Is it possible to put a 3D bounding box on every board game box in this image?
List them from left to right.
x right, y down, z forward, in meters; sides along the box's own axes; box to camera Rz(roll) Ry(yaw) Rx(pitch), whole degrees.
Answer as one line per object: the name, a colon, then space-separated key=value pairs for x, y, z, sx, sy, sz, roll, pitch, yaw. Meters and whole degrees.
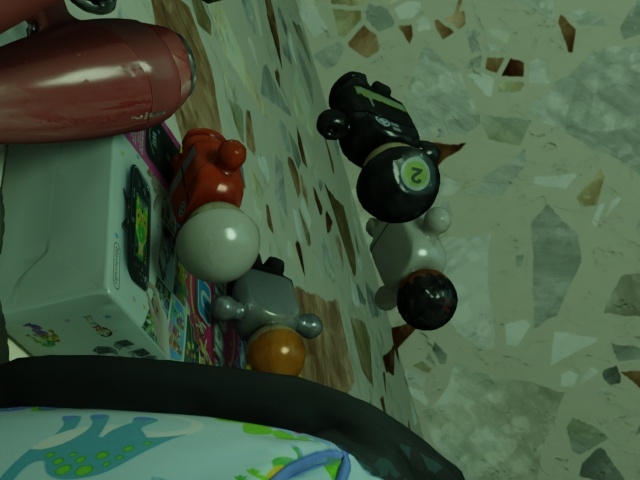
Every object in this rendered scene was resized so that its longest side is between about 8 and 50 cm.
board game box: x=-0.141 y=0.034 z=0.832 sx=0.303 sy=0.097 sz=0.224 roll=62 pitch=19 yaw=-52

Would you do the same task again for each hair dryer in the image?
hair dryer: x=-0.192 y=-0.151 z=0.721 sx=0.293 sy=0.223 sz=0.080 roll=-70 pitch=176 yaw=-48

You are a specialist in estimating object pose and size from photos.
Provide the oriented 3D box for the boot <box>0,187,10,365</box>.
boot: x=-0.226 y=0.007 z=0.512 sx=0.137 sy=0.076 sz=0.198 roll=-6 pitch=81 yaw=-74

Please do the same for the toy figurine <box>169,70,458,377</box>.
toy figurine: x=0.000 y=0.000 z=0.783 sx=0.148 sy=0.213 sz=0.209 roll=-109 pitch=-179 yaw=-50

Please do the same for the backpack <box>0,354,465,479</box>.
backpack: x=-0.114 y=0.197 z=0.352 sx=0.273 sy=0.290 sz=0.356 roll=69 pitch=30 yaw=-42

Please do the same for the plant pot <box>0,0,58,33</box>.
plant pot: x=-0.200 y=-0.192 z=0.428 sx=0.275 sy=0.243 sz=0.275 roll=-14 pitch=90 yaw=-80
